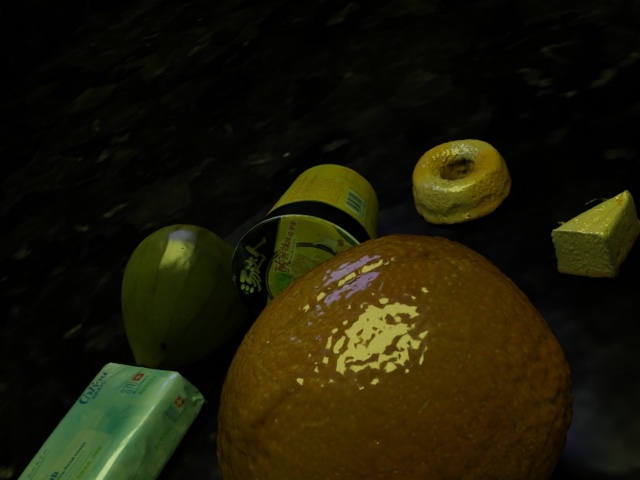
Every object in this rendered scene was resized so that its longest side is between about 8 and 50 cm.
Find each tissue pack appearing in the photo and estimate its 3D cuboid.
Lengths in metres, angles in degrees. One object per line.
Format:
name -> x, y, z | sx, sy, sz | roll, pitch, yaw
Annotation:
tissue pack -> -0.298, 0.292, 1.143 | 0.177, 0.089, 0.263 | -1, 40, 38

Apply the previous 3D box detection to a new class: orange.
orange -> 0.065, 0.169, 0.850 | 0.357, 0.322, 0.322 | -34, 33, 1

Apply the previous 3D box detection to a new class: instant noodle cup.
instant noodle cup -> 0.000, 0.000, 1.248 | 0.215, 0.216, 0.236 | -13, 28, 22

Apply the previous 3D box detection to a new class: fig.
fig -> -0.208, 0.097, 1.260 | 0.203, 0.203, 0.225 | 4, 65, 40

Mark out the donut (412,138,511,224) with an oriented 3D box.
donut -> 0.220, -0.101, 1.335 | 0.162, 0.065, 0.178 | -24, 32, 5

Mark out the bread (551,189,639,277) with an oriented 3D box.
bread -> 0.363, -0.016, 1.096 | 0.080, 0.084, 0.109 | 9, 48, 41
